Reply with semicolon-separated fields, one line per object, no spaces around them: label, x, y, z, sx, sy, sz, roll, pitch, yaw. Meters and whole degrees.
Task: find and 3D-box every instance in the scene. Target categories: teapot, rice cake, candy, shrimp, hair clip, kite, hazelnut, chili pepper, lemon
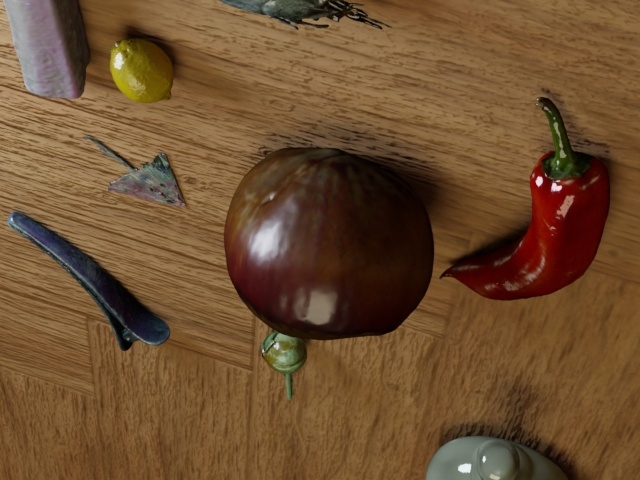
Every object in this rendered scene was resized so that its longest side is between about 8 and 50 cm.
teapot;0.221;0.330;2.251;0.220;0.149;0.318;-3;142;32
rice cake;-0.297;-0.278;1.727;0.070;0.064;0.399;9;147;10
candy;-0.046;0.177;2.289;0.061;0.061;0.202;16;156;9
shrimp;-0.040;-0.245;1.618;0.233;0.079;0.090;22;153;-9
hair clip;-0.313;0.049;2.262;0.083;0.048;0.275;-9;132;42
kite;-0.223;-0.081;2.033;0.156;0.011;0.139;37;143;-24
hazelnut;0.000;0.000;1.852;0.251;0.217;0.217;25;158;44
chili pepper;0.228;-0.007;1.801;0.137;0.092;0.368;31;146;6
lemon;-0.190;-0.180;1.813;0.065;0.065;0.092;-7;138;38
